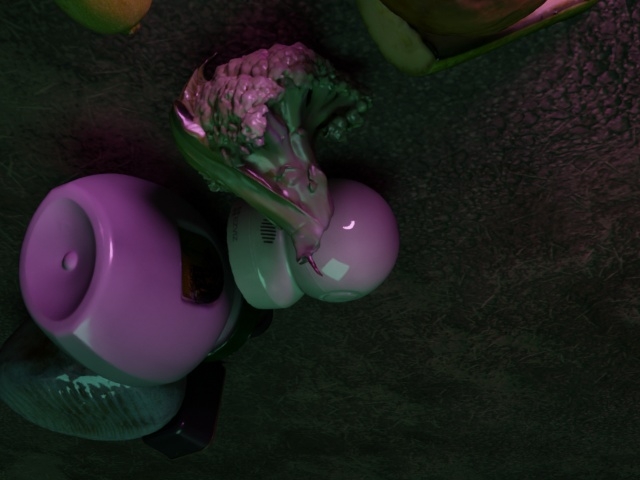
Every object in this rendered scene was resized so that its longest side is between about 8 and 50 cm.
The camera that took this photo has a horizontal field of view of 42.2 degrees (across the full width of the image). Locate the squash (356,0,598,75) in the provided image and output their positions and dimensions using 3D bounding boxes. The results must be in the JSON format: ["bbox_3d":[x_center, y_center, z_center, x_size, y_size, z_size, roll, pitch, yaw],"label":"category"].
[{"bbox_3d":[0.186,-0.282,0.979,0.252,0.169,0.093,-25,154,-19],"label":"squash"}]

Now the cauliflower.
[{"bbox_3d":[-0.054,-0.105,1.039,0.256,0.239,0.315,-26,92,37],"label":"cauliflower"}]

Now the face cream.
[{"bbox_3d":[-0.264,0.063,1.247,0.220,0.312,0.357,-16,161,23],"label":"face cream"}]

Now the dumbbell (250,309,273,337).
[{"bbox_3d":[-0.181,0.156,1.559,0.110,0.110,0.254,22,146,-25],"label":"dumbbell"}]

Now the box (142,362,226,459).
[{"bbox_3d":[-0.290,0.345,1.747,0.144,0.201,0.090,-24,133,35],"label":"box"}]

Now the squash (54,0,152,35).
[{"bbox_3d":[-0.254,-0.319,0.861,0.133,0.132,0.247,-5,145,11],"label":"squash"}]

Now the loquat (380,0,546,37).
[{"bbox_3d":[0.126,-0.298,0.785,0.193,0.238,0.238,-24,137,27],"label":"loquat"}]

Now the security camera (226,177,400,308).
[{"bbox_3d":[0.000,0.000,1.243,0.236,0.194,0.194,-11,143,18],"label":"security camera"}]

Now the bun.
[{"bbox_3d":[-0.440,0.250,1.608,0.362,0.211,0.362,0,147,0],"label":"bun"}]
